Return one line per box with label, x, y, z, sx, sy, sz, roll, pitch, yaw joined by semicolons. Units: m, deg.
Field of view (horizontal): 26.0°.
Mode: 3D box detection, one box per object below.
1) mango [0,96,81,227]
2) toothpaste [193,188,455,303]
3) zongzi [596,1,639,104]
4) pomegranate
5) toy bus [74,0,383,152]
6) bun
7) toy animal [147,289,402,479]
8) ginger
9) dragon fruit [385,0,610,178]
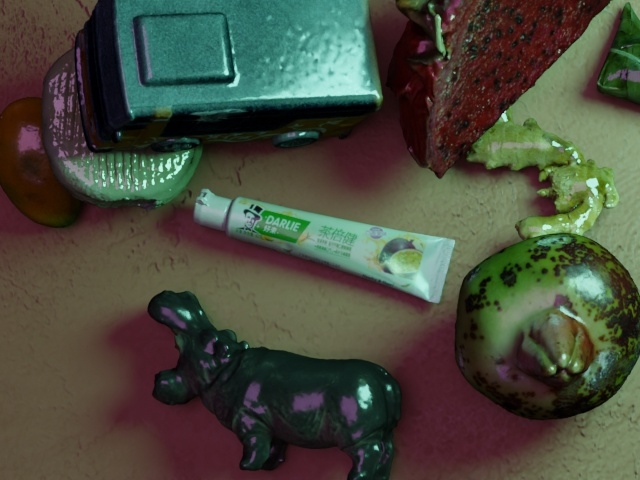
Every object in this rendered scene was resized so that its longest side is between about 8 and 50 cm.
mango;-0.355;-0.097;1.731;0.111;0.089;0.163;1;92;10
toothpaste;0.000;0.000;1.665;0.314;0.056;0.058;14;127;10
zongzi;0.387;-0.211;1.604;0.109;0.055;0.119;19;77;11
pomegranate;0.248;0.100;1.493;0.214;0.248;0.214;1;100;4
toy bus;-0.103;-0.194;1.576;0.323;0.194;0.162;-5;83;-20
bun;-0.240;-0.143;1.685;0.221;0.108;0.221;2;81;-14
toy animal;-0.071;0.183;1.630;0.343;0.106;0.168;20;89;17
ginger;0.257;-0.082;1.616;0.176;0.052;0.193;3;72;2
dragon fruit;0.164;-0.259;1.568;0.317;0.205;0.152;-44;54;-8
